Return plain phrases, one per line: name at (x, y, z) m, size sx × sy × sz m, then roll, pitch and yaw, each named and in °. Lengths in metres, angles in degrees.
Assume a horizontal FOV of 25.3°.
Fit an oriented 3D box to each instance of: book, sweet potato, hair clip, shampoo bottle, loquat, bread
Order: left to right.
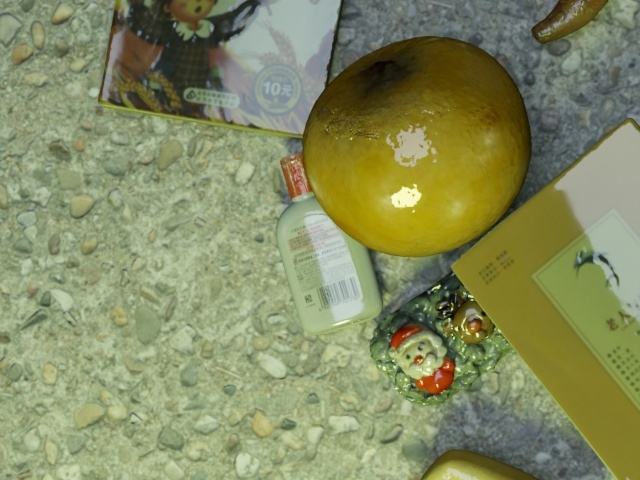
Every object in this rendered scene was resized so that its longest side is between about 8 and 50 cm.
book at (-0.106, -0.356, 1.801) m, size 0.300 × 0.039 × 0.428 m, roll 10°, pitch 90°, yaw 14°
shampoo bottle at (0.000, 0.000, 1.752) m, size 0.108 × 0.051 × 0.221 m, roll -18°, pitch 83°, yaw 13°
loquat at (0.107, -0.106, 1.625) m, size 0.263 × 0.263 × 0.263 m, roll -1°, pitch 87°, yaw 14°
hair clip at (0.201, 0.072, 1.677) m, size 0.321 × 0.091 × 0.138 m, roll -41°, pitch 82°, yaw 10°
bread at (0.211, 0.334, 1.659) m, size 0.217 × 0.098 × 0.147 m, roll 27°, pitch 95°, yaw 16°
sweet potato at (0.336, -0.337, 1.682) m, size 0.078 × 0.058 × 0.255 m, roll 26°, pitch 90°, yaw 34°
book at (0.355, 0.095, 1.557) m, size 0.269 × 0.032 × 0.389 m, roll -40°, pitch 77°, yaw 17°
